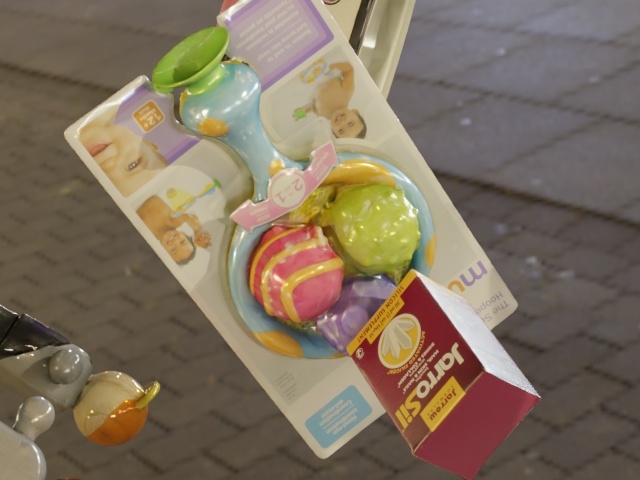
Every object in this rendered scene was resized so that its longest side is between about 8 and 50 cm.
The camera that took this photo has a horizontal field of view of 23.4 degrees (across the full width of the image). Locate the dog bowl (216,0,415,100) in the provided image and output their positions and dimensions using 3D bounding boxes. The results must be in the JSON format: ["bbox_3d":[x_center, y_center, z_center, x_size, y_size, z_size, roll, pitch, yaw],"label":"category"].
[{"bbox_3d":[-0.004,-0.217,1.642,0.150,0.408,0.408,17,26,7],"label":"dog bowl"}]

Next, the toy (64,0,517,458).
[{"bbox_3d":[0.000,0.000,0.757,0.137,0.237,0.056,-37,26,-3],"label":"toy"}]

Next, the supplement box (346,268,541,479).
[{"bbox_3d":[0.056,0.062,0.725,0.055,0.043,0.083,-51,39,13],"label":"supplement box"}]

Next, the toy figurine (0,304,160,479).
[{"bbox_3d":[-0.204,0.165,0.950,0.209,0.148,0.213,-53,9,18],"label":"toy figurine"}]
